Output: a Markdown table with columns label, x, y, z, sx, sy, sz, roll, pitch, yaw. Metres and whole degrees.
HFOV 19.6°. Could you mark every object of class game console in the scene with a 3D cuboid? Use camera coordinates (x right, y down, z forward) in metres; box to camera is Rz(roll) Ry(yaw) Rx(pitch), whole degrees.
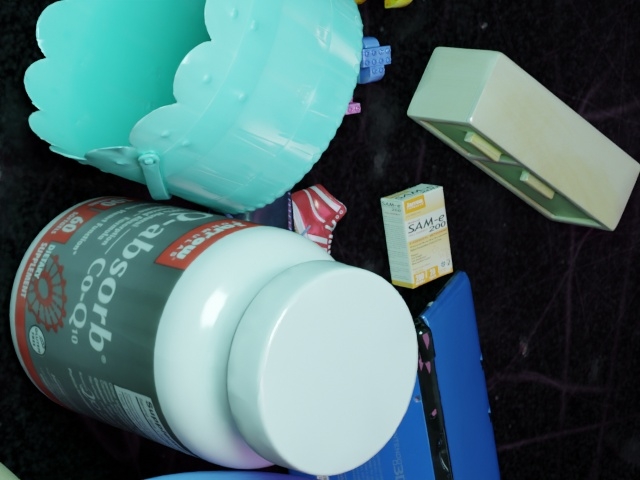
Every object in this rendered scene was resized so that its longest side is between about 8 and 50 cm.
| label | x | y | z | sx | sy | sz | roll | pitch | yaw |
| --- | --- | --- | --- | --- | --- | --- | --- | --- | --- |
| game console | 0.079 | 0.211 | 2.014 | 0.250 | 0.173 | 0.293 | -12 | 107 | -6 |

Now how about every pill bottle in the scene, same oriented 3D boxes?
| label | x | y | z | sx | sy | sz | roll | pitch | yaw |
| --- | --- | --- | --- | --- | --- | --- | --- | --- | --- |
| pill bottle | -0.097 | 0.082 | 1.621 | 0.210 | 0.363 | 0.210 | -8 | 102 | -39 |

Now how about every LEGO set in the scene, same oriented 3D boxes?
| label | x | y | z | sx | sy | sz | roll | pitch | yaw |
| --- | --- | --- | --- | --- | --- | --- | --- | --- | --- |
| LEGO set | 0.041 | -0.227 | 1.859 | 0.087 | 0.093 | 0.227 | -12 | 105 | -38 |

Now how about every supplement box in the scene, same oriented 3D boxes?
| label | x | y | z | sx | sy | sz | roll | pitch | yaw |
| --- | --- | --- | --- | --- | --- | --- | --- | --- | --- |
| supplement box | 0.104 | -0.005 | 1.989 | 0.062 | 0.036 | 0.098 | -21 | 111 | -36 |

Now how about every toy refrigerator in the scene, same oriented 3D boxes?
| label | x | y | z | sx | sy | sz | roll | pitch | yaw |
| --- | --- | --- | --- | --- | --- | --- | --- | --- | --- |
| toy refrigerator | 0.225 | -0.105 | 2.030 | 0.269 | 0.102 | 0.094 | 33 | 77 | -39 |

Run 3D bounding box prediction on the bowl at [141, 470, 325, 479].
| label | x | y | z | sx | sy | sz | roll | pitch | yaw |
| --- | --- | --- | --- | --- | --- | --- | --- | --- | --- |
| bowl | -0.059 | 0.322 | 1.704 | 0.391 | 0.391 | 0.077 | 35 | 46 | -38 |

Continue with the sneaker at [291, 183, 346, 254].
| label | x | y | z | sx | sy | sz | roll | pitch | yaw |
| --- | --- | --- | --- | --- | --- | --- | --- | --- | --- |
| sneaker | 0.000 | 0.000 | 1.899 | 0.067 | 0.042 | 0.118 | -30 | 114 | -29 |

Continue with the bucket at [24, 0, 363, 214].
| label | x | y | z | sx | sy | sz | roll | pitch | yaw |
| --- | --- | --- | --- | --- | --- | --- | --- | --- | --- |
| bucket | -0.110 | -0.164 | 1.633 | 0.183 | 0.281 | 0.281 | 28 | 80 | -37 |

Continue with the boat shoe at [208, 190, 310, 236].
| label | x | y | z | sx | sy | sz | roll | pitch | yaw |
| --- | --- | --- | --- | --- | --- | --- | --- | --- | --- |
| boat shoe | -0.056 | 0.037 | 1.813 | 0.109 | 0.089 | 0.258 | -3 | 99 | -18 |

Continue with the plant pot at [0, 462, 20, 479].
| label | x | y | z | sx | sy | sz | roll | pitch | yaw |
| --- | --- | --- | --- | --- | --- | --- | --- | --- | --- |
| plant pot | -0.309 | 0.274 | 1.505 | 0.256 | 0.274 | 0.257 | -22 | 119 | -48 |
